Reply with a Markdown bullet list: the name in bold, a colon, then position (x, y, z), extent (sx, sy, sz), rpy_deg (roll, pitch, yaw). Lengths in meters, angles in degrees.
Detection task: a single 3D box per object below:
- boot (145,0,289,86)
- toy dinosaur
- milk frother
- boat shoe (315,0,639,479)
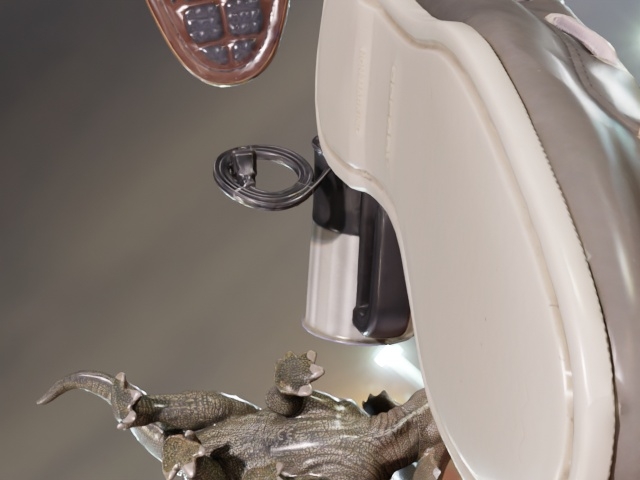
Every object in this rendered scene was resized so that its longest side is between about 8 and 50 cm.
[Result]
- **boot**: position (-0.049, -0.164, 0.832), extent (0.082, 0.219, 0.106), rpy_deg (-10, -13, 2)
- **toy dinosaur**: position (-0.039, 0.137, 1.163), extent (0.160, 0.314, 0.121), rpy_deg (44, -136, -55)
- **milk frother**: position (0.000, 0.000, 1.239), extent (0.129, 0.143, 0.134), rpy_deg (-71, -14, -73)
- **boat shoe**: position (0.069, -0.022, 0.550), extent (0.335, 0.095, 0.112), rpy_deg (-111, 24, -65)
